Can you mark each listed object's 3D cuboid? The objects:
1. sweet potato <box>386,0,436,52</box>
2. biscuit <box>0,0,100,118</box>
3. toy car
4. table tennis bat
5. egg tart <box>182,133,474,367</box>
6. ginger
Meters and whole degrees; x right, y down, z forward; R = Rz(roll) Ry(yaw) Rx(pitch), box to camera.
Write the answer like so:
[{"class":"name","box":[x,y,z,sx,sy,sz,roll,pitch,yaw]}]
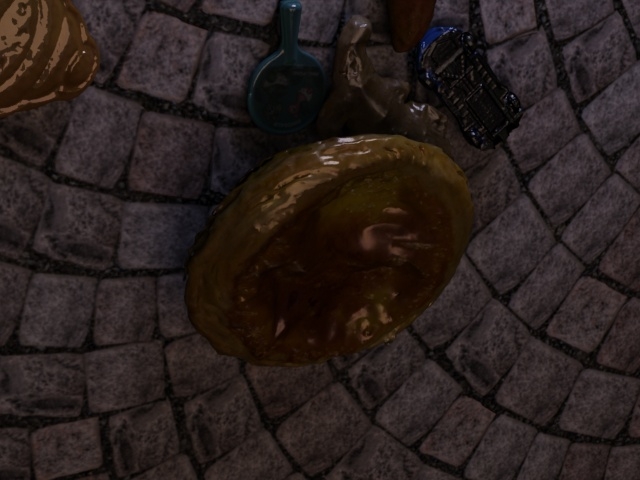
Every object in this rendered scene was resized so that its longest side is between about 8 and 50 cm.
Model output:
[{"class":"sweet potato","box":[0.138,-0.385,2.051,0.097,0.097,0.252,-5,117,-22]},{"class":"biscuit","box":[-0.440,-0.301,1.854,0.351,0.057,0.312,8,109,-26]},{"class":"toy car","box":[0.214,-0.229,2.167,0.103,0.063,0.216,-43,116,-3]},{"class":"table tennis bat","box":[-0.047,-0.244,2.065,0.124,0.033,0.201,-10,119,-25]},{"class":"egg tart","box":[0.000,0.000,2.079,0.443,0.178,0.443,-16,139,-15]},{"class":"ginger","box":[0.094,-0.162,2.133,0.166,0.080,0.333,-44,126,-3]}]
